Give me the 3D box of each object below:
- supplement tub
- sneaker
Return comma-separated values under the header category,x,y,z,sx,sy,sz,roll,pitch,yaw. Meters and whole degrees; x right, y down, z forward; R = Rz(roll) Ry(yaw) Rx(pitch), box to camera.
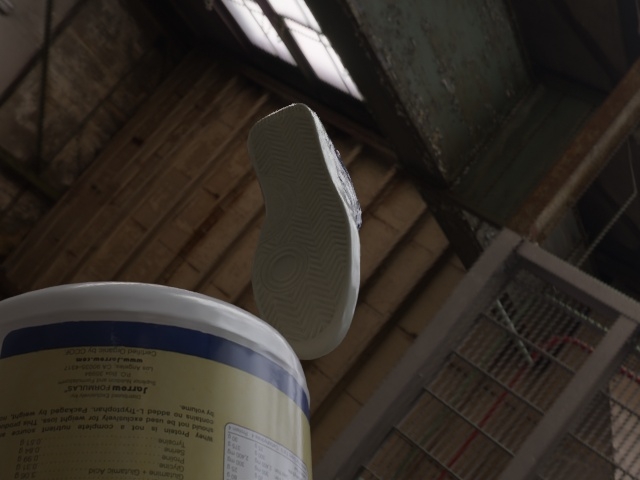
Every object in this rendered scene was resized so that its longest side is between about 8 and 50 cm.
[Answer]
category,x,y,z,sx,sy,sz,roll,pitch,yaw
supplement tub,-0.115,0.206,0.450,0.228,0.228,0.316,-16,-128,18
sneaker,0.000,0.000,1.018,0.131,0.148,0.350,-18,-129,17
